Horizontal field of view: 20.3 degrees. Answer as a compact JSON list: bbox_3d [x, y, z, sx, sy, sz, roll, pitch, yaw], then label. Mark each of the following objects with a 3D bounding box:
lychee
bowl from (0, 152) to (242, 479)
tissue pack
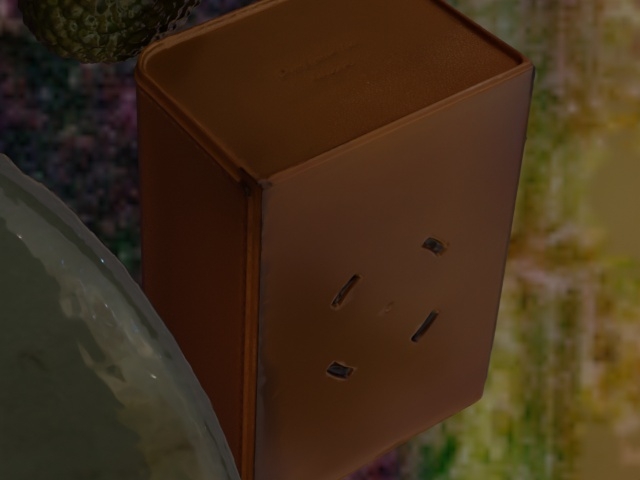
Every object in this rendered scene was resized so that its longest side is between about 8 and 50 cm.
[{"bbox_3d":[-0.117,-0.159,1.013,0.114,0.114,0.146,81,20,-45],"label":"lychee"},{"bbox_3d":[-0.143,0.118,0.508,0.289,0.146,0.289,43,35,-42],"label":"bowl"},{"bbox_3d":[0.000,0.000,1.066,0.145,0.194,0.274,45,-34,35],"label":"tissue pack"}]
